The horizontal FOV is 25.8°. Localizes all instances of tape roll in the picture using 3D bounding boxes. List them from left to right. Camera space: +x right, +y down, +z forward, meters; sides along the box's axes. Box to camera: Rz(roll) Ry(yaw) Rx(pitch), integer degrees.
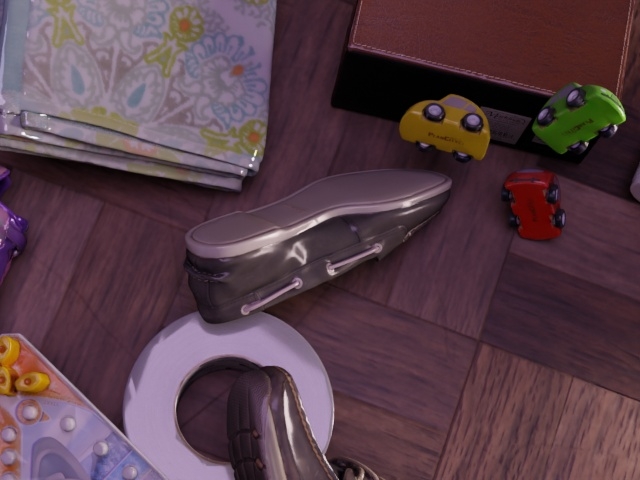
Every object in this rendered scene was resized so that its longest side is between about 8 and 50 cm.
[{"bbox_3d":[-0.097,0.183,1.465,0.219,0.072,0.219,1,74,-5],"label":"tape roll"}]

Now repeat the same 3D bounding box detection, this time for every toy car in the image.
[{"bbox_3d":[0.232,-0.111,1.485,0.239,0.225,0.053,36,50,-23],"label":"toy car"}]

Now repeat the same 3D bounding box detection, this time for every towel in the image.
[{"bbox_3d":[-0.203,-0.254,1.521,0.320,0.090,0.375,11,76,-30],"label":"towel"}]

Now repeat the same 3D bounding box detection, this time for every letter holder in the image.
[{"bbox_3d":[0.186,-0.242,1.582,0.301,0.152,0.214,13,71,-2],"label":"letter holder"}]

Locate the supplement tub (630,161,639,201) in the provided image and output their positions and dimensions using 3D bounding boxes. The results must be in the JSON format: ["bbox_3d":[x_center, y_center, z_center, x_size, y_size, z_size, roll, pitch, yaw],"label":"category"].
[{"bbox_3d":[0.405,-0.093,1.598,0.071,0.071,0.107,25,74,2],"label":"supplement tub"}]

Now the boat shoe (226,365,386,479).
[{"bbox_3d":[0.005,0.268,1.366,0.130,0.132,0.355,-23,116,-17],"label":"boat shoe"}]

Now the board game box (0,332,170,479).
[{"bbox_3d":[-0.310,0.355,1.366,0.390,0.050,0.390,43,85,8],"label":"board game box"}]

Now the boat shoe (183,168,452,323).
[{"bbox_3d":[0.000,0.000,1.504,0.335,0.112,0.096,-17,118,-32],"label":"boat shoe"}]

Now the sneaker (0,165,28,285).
[{"bbox_3d":[-0.360,0.014,1.484,0.104,0.095,0.236,-7,73,-15],"label":"sneaker"}]
